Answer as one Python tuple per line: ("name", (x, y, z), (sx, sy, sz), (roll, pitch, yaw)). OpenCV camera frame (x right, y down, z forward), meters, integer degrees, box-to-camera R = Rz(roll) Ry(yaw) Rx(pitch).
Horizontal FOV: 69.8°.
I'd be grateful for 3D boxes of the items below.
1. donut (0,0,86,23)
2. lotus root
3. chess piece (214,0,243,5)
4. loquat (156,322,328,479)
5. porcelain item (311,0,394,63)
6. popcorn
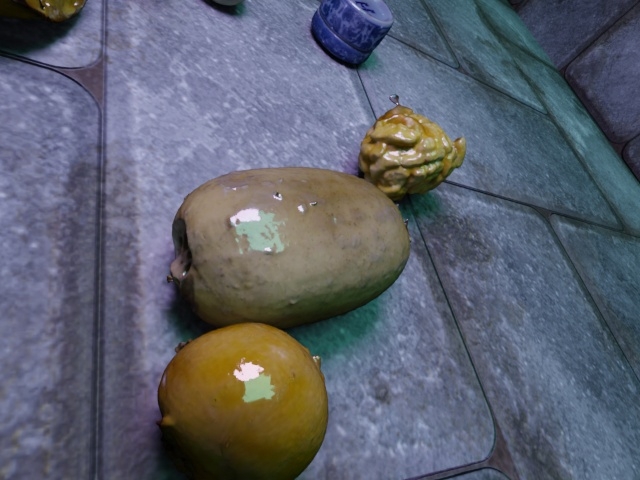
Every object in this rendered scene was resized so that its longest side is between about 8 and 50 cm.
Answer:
("donut", (-0.349, -0.364, 0.469), (0.107, 0.272, 0.272), (-3, 51, 4))
("lotus root", (0.000, 0.000, 0.512), (0.342, 0.151, 0.169), (-9, 64, -39))
("chess piece", (-0.173, -0.526, 0.819), (0.144, 0.144, 0.251), (12, 57, -32))
("loquat", (-0.061, 0.131, 0.370), (0.141, 0.141, 0.141), (21, 47, -25))
("porcelain item", (0.064, -0.451, 0.950), (0.147, 0.114, 0.147), (21, 45, -23))
("popcorn", (0.146, -0.137, 0.760), (0.163, 0.140, 0.194), (32, 32, -2))
